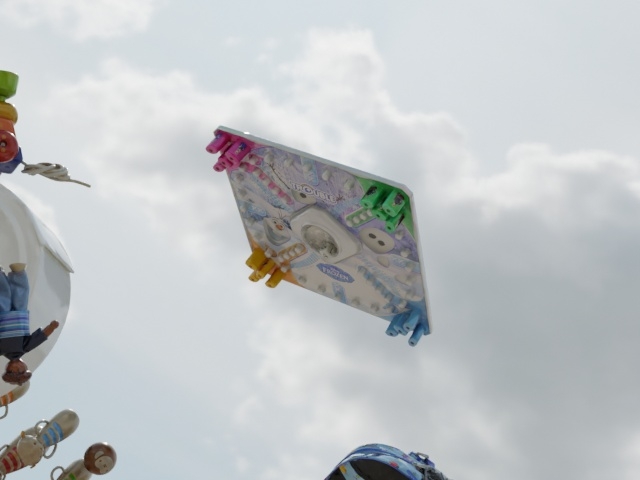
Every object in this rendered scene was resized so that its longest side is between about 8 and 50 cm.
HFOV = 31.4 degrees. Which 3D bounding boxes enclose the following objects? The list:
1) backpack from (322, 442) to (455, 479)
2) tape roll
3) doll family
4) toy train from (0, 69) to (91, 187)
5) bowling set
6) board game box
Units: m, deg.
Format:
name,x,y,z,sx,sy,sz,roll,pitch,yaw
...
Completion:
name,x,y,z,sx,sy,sz,roll,pitch,yaw
backpack,0.080,0.333,1.455,0.173,0.117,0.158,36,-66,-7
tape roll,-0.456,0.061,1.408,0.286,0.286,0.100,5,-24,16
doll family,-0.340,0.084,1.040,0.193,0.111,0.076,-10,-14,8
toy train,-0.416,-0.157,1.490,0.248,0.143,0.105,10,-18,-26
bowling set,-0.448,0.355,1.836,0.200,0.154,0.287,-6,-72,33
board game box,0.000,0.000,1.999,0.390,0.050,0.390,20,-34,27
